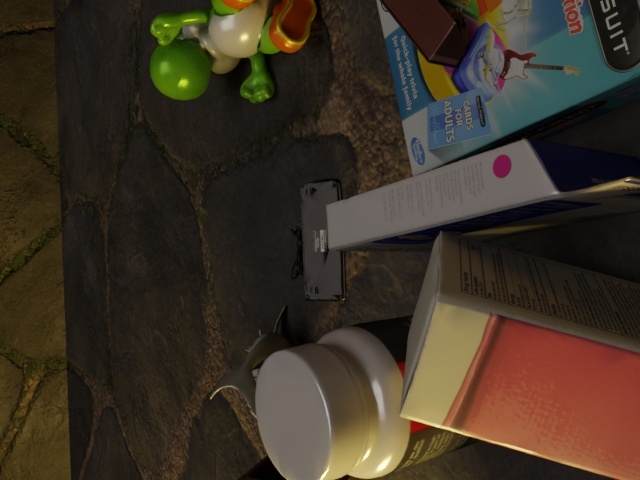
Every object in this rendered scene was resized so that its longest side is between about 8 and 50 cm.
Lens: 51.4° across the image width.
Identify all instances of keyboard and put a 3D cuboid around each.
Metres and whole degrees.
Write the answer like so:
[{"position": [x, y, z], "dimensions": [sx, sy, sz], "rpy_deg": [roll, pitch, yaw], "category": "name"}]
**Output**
[{"position": [0.000, 0.000, 1.059], "dimensions": [0.100, 0.038, 0.192], "rpy_deg": [-1, 92, 30], "category": "keyboard"}]

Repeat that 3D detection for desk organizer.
[{"position": [0.115, -0.251, 0.724], "dimensions": [0.050, 0.047, 0.130], "rpy_deg": [-54, 51, 38], "category": "desk organizer"}]

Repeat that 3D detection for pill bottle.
[{"position": [0.083, 0.167, 0.739], "dimensions": [0.161, 0.283, 0.161], "rpy_deg": [8, 100, 53], "category": "pill bottle"}]

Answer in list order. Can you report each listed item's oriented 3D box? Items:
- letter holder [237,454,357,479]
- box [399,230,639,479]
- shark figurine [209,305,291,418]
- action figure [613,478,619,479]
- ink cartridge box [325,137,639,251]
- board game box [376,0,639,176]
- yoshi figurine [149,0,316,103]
[{"position": [-0.016, 0.489, 1.042], "dimensions": [0.151, 0.214, 0.302], "rpy_deg": [3, 96, 21], "category": "letter holder"}, {"position": [0.199, 0.099, 0.594], "dimensions": [0.232, 0.149, 0.127], "rpy_deg": [15, 113, 5], "category": "box"}, {"position": [-0.067, 0.199, 1.078], "dimensions": [0.116, 0.278, 0.166], "rpy_deg": [27, 86, 9], "category": "shark figurine"}, {"position": [0.347, 0.321, 0.556], "dimensions": [0.139, 0.091, 0.281], "rpy_deg": [-31, 69, 60], "category": "action figure"}, {"position": [0.182, -0.040, 0.675], "dimensions": [0.371, 0.175, 0.069], "rpy_deg": [-11, 80, 53], "category": "ink cartridge box"}, {"position": [0.211, -0.237, 0.702], "dimensions": [0.336, 0.079, 0.254], "rpy_deg": [-23, 75, 52], "category": "board game box"}, {"position": [-0.179, -0.329, 1.132], "dimensions": [0.362, 0.203, 0.204], "rpy_deg": [-6, 95, 56], "category": "yoshi figurine"}]
